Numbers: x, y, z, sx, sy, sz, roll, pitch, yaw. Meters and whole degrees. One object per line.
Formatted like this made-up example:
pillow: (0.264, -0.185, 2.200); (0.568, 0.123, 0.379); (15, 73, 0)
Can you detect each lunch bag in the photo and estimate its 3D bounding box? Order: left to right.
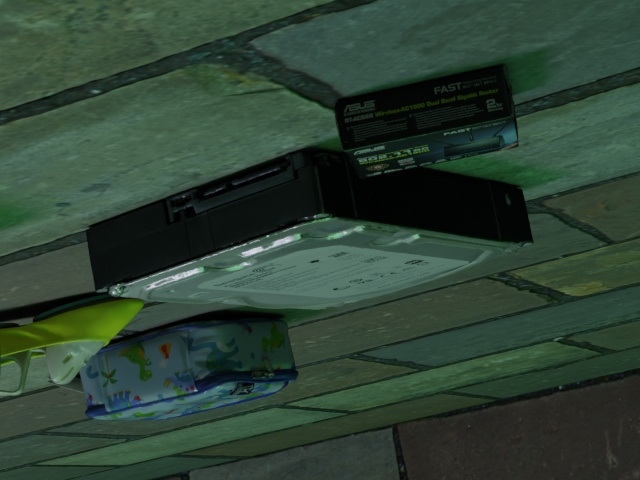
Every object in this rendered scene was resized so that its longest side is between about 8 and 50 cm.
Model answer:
lunch bag: (-0.146, 0.147, 2.035); (0.219, 0.090, 0.176); (-16, 170, 28)

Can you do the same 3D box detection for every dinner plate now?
dinner plate: (-0.258, 0.181, 2.171); (0.141, 0.017, 0.141); (13, 177, 1)

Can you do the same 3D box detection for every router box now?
router box: (0.077, -0.081, 1.267); (0.122, 0.038, 0.092); (-12, 167, 7)

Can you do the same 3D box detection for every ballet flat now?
ballet flat: (-0.279, 0.107, 1.746); (0.231, 0.077, 0.077); (-11, 168, 0)

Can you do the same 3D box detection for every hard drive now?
hard drive: (0.000, 0.000, 1.529); (0.237, 0.064, 0.339); (-18, 165, 31)
